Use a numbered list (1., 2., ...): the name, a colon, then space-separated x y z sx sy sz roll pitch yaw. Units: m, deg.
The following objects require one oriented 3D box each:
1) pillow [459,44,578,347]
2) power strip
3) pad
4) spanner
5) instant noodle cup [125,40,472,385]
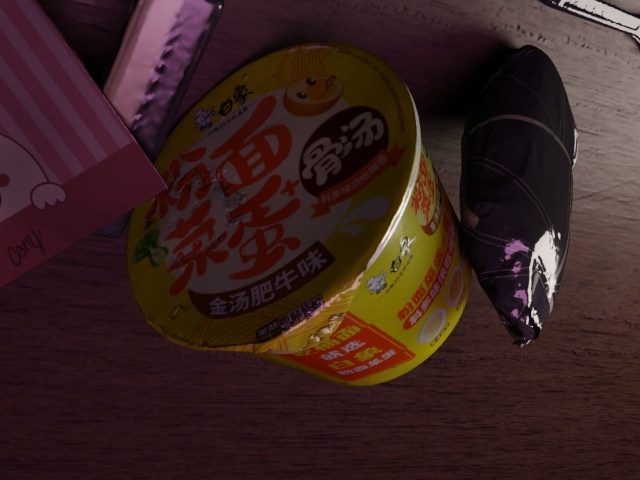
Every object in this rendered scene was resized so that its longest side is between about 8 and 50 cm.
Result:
1. pillow: 0.206 -0.057 0.685 0.093 0.335 0.161 -14 132 36
2. power strip: -0.167 -0.123 0.605 0.070 0.105 0.256 20 115 -22
3. pad: -0.305 -0.057 0.583 0.300 0.005 0.202 -27 109 16
4. spanner: 0.330 -0.248 0.764 0.209 0.012 0.046 9 121 -26
5. instant noodle cup: 0.000 0.000 0.652 0.311 0.311 0.221 -39 137 9
